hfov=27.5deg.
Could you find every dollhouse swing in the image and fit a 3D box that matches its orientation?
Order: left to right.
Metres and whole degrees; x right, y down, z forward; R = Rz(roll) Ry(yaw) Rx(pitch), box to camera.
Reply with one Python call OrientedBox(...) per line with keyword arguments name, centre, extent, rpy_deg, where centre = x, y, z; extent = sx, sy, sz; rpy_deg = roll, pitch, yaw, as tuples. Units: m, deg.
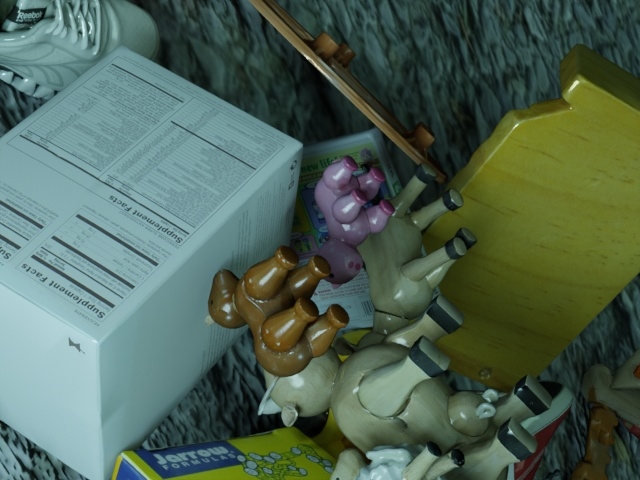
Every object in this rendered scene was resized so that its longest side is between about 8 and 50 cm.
OrientedBox(name="dollhouse swing", centre=(0.222, -0.068, 1.445), extent=(0.315, 0.347, 0.305), rpy_deg=(25, 29, -28))

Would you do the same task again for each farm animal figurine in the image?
OrientedBox(name="farm animal figurine", centre=(0.047, 0.103, 1.084), extent=(0.327, 0.172, 0.330), rpy_deg=(52, 32, 9))

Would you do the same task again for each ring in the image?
OrientedBox(name="ring", centre=(0.012, -0.183, 1.288), extent=(0.032, 0.336, 0.336), rpy_deg=(-46, 125, 8))

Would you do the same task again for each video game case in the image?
OrientedBox(name="video game case", centre=(0.000, 0.000, 1.300), extent=(0.023, 0.212, 0.193), rpy_deg=(-40, 113, -52))

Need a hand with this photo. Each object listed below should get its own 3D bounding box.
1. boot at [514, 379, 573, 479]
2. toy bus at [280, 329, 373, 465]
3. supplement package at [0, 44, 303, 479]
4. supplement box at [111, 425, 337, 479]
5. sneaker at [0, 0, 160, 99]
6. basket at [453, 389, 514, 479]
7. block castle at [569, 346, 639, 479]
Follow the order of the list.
OrientedBox(name="boot", centre=(0.239, 0.294, 1.591), extent=(0.244, 0.088, 0.176), rpy_deg=(-36, 110, -32))
OrientedBox(name="toy bus", centre=(0.056, 0.227, 1.284), extent=(0.149, 0.211, 0.220), rpy_deg=(-6, 123, -38))
OrientedBox(name="supplement package", centre=(-0.174, 0.015, 1.086), extent=(0.262, 0.198, 0.199), rpy_deg=(-47, 158, -37))
OrientedBox(name="supplement box", centre=(-0.081, 0.363, 1.091), extent=(0.194, 0.195, 0.356), rpy_deg=(-2, 115, -44))
OrientedBox(name="sneaker", centre=(-0.249, -0.189, 1.146), extent=(0.292, 0.118, 0.110), rpy_deg=(1, 83, -46))
OrientedBox(name="basket", centre=(0.115, 0.220, 1.421), extent=(0.103, 0.167, 0.113), rpy_deg=(3, 83, -39))
OrientedBox(name="block castle", centre=(0.530, 0.295, 1.624), extent=(0.213, 0.453, 0.303), rpy_deg=(28, 65, -31))
